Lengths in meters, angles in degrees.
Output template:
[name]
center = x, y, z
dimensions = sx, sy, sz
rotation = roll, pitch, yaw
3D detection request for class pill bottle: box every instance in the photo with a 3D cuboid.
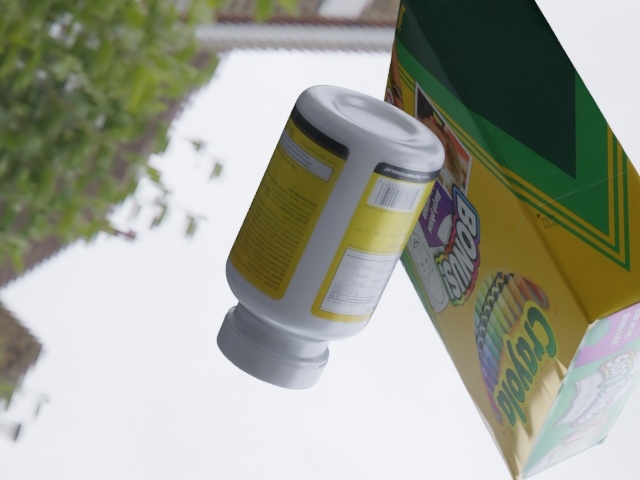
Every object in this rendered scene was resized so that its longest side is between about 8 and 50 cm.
[pill bottle]
center = 0.000, 0.000, 1.234
dimensions = 0.103, 0.103, 0.184
rotation = 50, -59, 51

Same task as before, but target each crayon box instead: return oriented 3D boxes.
[crayon box]
center = 0.159, -0.006, 1.595
dimensions = 0.363, 0.106, 0.313
rotation = 97, -30, -64
